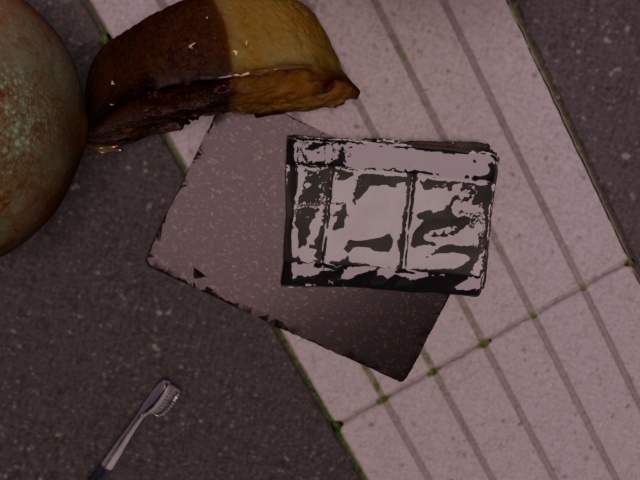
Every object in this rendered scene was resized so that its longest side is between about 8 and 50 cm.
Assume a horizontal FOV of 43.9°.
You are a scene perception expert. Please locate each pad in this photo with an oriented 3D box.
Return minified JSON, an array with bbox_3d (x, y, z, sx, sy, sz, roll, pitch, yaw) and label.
[{"bbox_3d":[0.076,-0.025,0.875,0.233,0.022,0.174,2,100,-5],"label":"pad"},{"bbox_3d":[0.000,0.000,0.884,0.330,0.004,0.220,26,96,-10],"label":"pad"}]

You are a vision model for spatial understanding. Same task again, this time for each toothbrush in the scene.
[{"bbox_3d":[-0.253,0.271,0.893,0.026,0.024,0.288,37,93,-25],"label":"toothbrush"}]

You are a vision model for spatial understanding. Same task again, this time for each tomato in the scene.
[{"bbox_3d":[-0.322,-0.102,0.701,0.223,0.270,0.270,3,99,-22],"label":"tomato"}]

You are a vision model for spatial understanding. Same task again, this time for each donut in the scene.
[{"bbox_3d":[-0.112,-0.176,0.774,0.295,0.151,0.112,-14,81,-4],"label":"donut"}]
